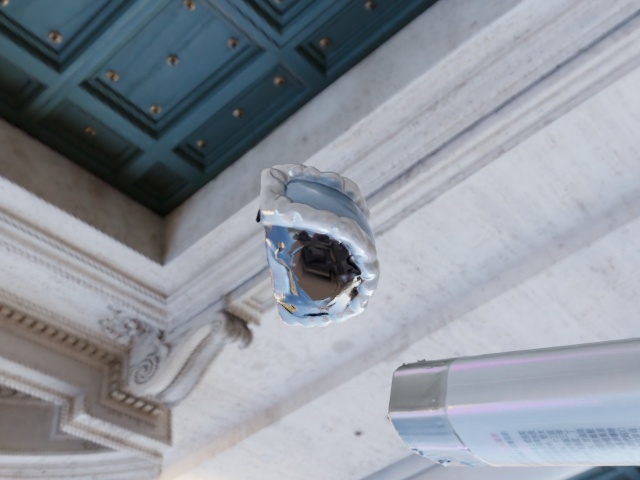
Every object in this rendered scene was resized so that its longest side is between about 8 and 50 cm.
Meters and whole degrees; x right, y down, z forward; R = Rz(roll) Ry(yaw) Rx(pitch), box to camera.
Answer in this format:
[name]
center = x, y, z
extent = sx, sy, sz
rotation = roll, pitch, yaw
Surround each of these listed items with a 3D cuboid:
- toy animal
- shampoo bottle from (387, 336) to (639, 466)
[toy animal]
center = 0.000, 0.000, 1.075
extent = 0.204, 0.156, 0.208
rotation = -90, -5, -57
[shampoo bottle]
center = 0.145, 0.078, 0.373
extent = 0.086, 0.227, 0.056
rotation = 34, -125, -36
